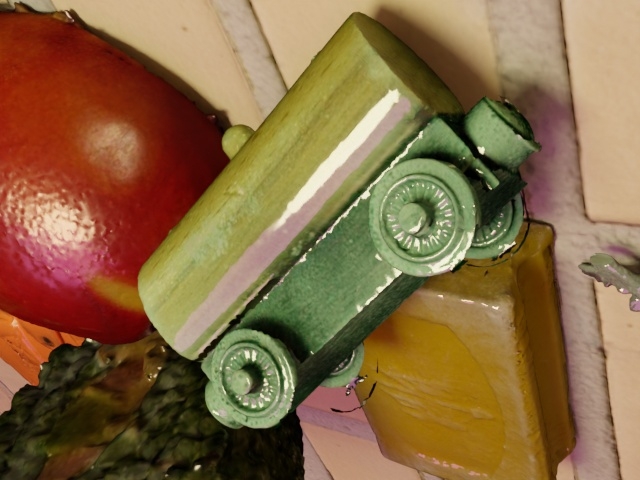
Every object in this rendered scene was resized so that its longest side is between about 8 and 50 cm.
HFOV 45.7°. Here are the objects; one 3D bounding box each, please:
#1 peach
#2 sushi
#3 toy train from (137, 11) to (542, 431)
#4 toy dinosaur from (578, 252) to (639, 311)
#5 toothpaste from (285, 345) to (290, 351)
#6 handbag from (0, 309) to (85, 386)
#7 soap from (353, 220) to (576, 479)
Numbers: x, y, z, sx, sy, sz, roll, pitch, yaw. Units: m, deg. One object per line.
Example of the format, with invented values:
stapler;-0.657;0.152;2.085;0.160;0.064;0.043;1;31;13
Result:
peach;-0.238;-0.046;0.669;0.362;0.201;0.258;39;147;-10
sushi;-0.170;0.205;0.713;0.294;0.352;0.178;-18;114;6
toy train;0.003;-0.002;0.524;0.307;0.126;0.189;-47;64;26
toy dinosaur;0.268;0.033;0.501;0.209;0.039;0.082;4;141;52
toothpaste;-0.058;0.094;0.851;0.233;0.038;0.060;33;143;4
handbag;-0.294;0.170;1.068;0.410;0.116;0.303;-6;131;42
soap;0.116;0.111;0.686;0.199;0.091;0.315;9;140;29
